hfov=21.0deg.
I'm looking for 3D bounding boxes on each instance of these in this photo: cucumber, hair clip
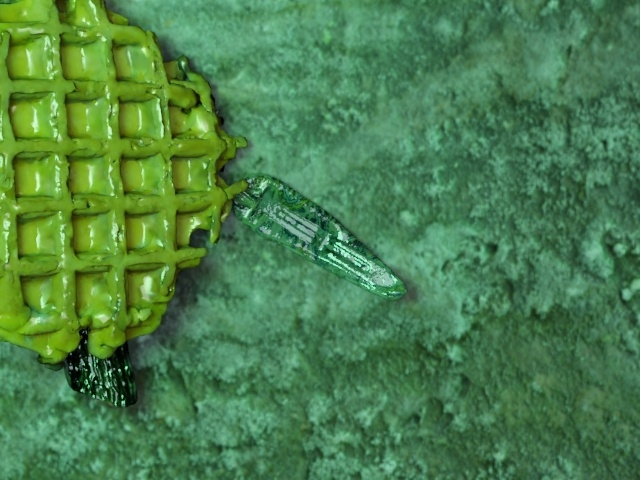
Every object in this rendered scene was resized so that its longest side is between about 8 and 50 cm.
[{"bbox_3d":[-0.263,0.057,1.912,0.077,0.077,0.265,-12,95,-7],"label":"cucumber"},{"bbox_3d":[-0.001,0.000,1.960,0.229,0.036,0.066,33,86,-3],"label":"hair clip"}]

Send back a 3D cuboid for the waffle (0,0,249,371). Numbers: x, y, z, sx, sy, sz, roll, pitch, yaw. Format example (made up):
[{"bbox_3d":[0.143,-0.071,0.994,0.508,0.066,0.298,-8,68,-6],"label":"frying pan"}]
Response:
[{"bbox_3d":[-0.268,-0.078,1.833,0.382,0.095,0.379,42,67,-23],"label":"waffle"}]

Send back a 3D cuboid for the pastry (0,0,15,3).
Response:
[{"bbox_3d":[-0.390,-0.289,1.862,0.153,0.081,0.153,0,89,0],"label":"pastry"}]
